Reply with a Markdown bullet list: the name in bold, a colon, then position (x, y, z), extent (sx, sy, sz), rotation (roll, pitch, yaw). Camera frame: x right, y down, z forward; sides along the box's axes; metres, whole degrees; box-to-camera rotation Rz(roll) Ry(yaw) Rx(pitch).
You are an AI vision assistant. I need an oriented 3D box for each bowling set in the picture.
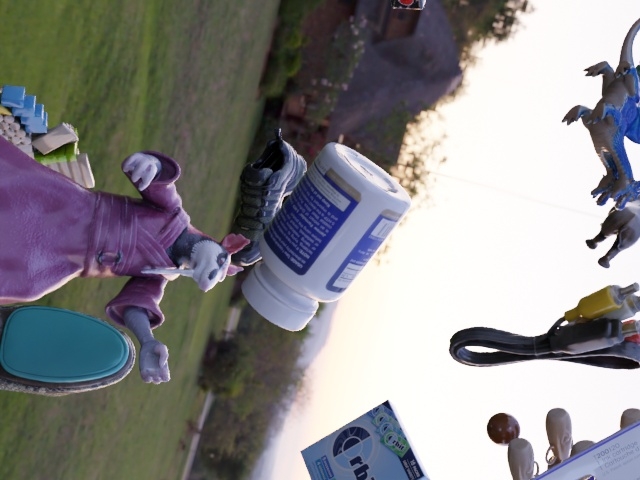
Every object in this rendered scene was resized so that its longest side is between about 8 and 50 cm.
- **bowling set**: position (0.356, 0.350, 1.288), extent (0.200, 0.287, 0.154), rotation (23, -50, 53)

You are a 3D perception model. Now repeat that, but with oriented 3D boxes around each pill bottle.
- **pill bottle**: position (0.000, 0.000, 0.896), extent (0.186, 0.112, 0.112), rotation (-53, -173, 16)

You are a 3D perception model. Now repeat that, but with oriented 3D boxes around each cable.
- **cable**: position (0.325, 0.133, 1.155), extent (0.139, 0.287, 0.072), rotation (47, 44, -33)

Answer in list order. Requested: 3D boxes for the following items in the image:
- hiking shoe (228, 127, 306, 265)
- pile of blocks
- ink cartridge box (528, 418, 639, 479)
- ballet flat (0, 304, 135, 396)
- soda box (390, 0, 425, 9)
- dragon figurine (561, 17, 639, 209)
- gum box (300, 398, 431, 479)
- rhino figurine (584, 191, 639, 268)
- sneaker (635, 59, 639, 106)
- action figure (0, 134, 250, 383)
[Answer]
- **hiking shoe**: position (-0.107, -0.072, 1.370), extent (0.226, 0.086, 0.114), rotation (-67, 149, -21)
- **pile of blocks**: position (-0.590, -0.248, 1.718), extent (0.362, 0.149, 0.112), rotation (53, 19, -47)
- **ink cartridge box**: position (0.211, 0.241, 0.654), extent (0.208, 0.206, 0.045), rotation (60, 3, -21)
- **ballet flat**: position (-0.574, 0.197, 1.477), extent (0.182, 0.483, 0.164), rotation (114, -20, -54)
- **soda box**: position (0.171, -0.484, 1.481), extent (0.053, 0.060, 0.169), rotation (69, 36, -53)
- **dragon figurine**: position (0.442, -0.186, 1.212), extent (0.085, 0.144, 0.289), rotation (4, -117, 56)
- **gum box**: position (0.074, 0.384, 1.428), extent (0.041, 0.184, 0.157), rotation (51, 11, -49)
- **rhino figurine**: position (0.562, -0.043, 1.526), extent (0.243, 0.073, 0.106), rotation (-36, 162, -49)
- **sneaker**: position (0.628, -0.293, 1.560), extent (0.223, 0.098, 0.083), rotation (104, 9, -50)
- **action figure**: position (-0.267, 0.004, 0.985), extent (0.276, 0.370, 0.248), rotation (26, -77, 62)
